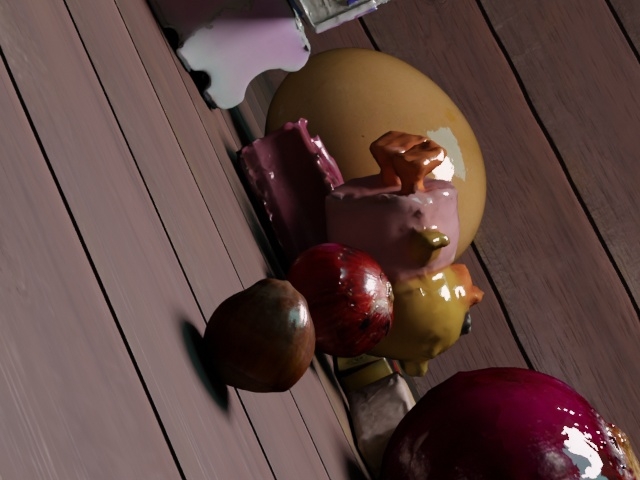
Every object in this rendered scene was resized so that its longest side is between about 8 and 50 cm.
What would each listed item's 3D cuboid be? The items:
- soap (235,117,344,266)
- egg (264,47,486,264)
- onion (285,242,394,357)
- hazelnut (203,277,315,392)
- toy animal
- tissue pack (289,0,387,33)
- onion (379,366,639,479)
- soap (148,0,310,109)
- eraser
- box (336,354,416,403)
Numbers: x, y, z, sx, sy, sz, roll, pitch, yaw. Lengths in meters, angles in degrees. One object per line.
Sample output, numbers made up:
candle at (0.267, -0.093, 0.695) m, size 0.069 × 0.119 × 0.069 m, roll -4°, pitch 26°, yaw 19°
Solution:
soap at (0.000, 0.000, 1.902) m, size 0.182 × 0.112 × 0.289 m, roll 8°, pitch 58°, yaw -83°
egg at (0.072, -0.107, 2.153) m, size 0.374 × 0.301 × 0.301 m, roll 53°, pitch -3°, yaw 29°
onion at (0.020, 0.067, 1.641) m, size 0.131 × 0.131 × 0.131 m, roll 64°, pitch 3°, yaw -7°
hazelnut at (-0.041, 0.065, 1.023) m, size 0.086 × 0.086 × 0.086 m, roll 64°, pitch 3°, yaw -7°
toy animal at (0.098, 0.028, 1.750) m, size 0.195 × 0.169 × 0.281 m, roll -138°, pitch -150°, yaw -68°
tissue pack at (0.003, -0.379, 1.814) m, size 0.263 × 0.146 × 0.198 m, roll -99°, pitch 163°, yaw -73°
onion at (0.186, 0.260, 1.552) m, size 0.260 × 0.282 × 0.336 m, roll 61°, pitch 17°, yaw -2°
soap at (-0.132, -0.337, 1.970) m, size 0.446 × 0.156 × 0.261 m, roll -102°, pitch 166°, yaw -72°
eraser at (0.138, 0.333, 1.790) m, size 0.144 × 0.078 × 0.343 m, roll -105°, pitch 169°, yaw -71°
box at (0.079, 0.199, 1.964) m, size 0.240 × 0.071 × 0.159 m, roll -100°, pitch 166°, yaw -81°
